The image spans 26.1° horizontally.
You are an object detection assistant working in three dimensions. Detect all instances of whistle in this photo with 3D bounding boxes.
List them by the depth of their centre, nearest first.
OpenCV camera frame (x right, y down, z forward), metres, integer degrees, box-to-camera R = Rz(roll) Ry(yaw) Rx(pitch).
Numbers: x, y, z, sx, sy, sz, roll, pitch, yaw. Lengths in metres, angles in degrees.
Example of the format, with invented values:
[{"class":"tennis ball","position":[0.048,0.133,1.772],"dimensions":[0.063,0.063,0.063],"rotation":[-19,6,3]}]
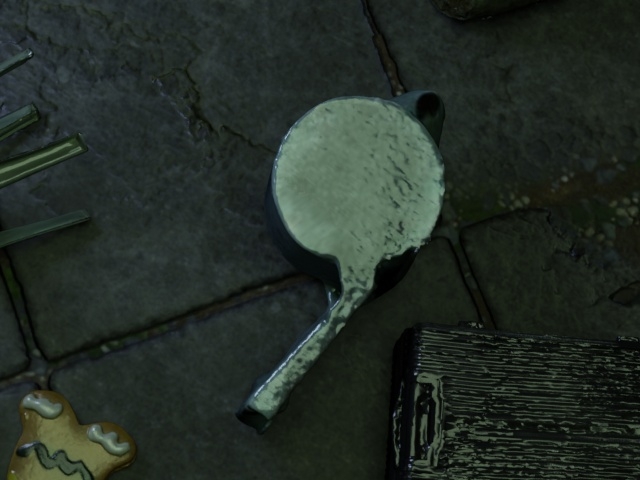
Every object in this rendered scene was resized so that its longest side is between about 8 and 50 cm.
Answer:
[{"class":"whistle","position":[0.025,0.020,1.518],"dimensions":[0.188,0.168,0.405],"rotation":[9,81,-4]}]

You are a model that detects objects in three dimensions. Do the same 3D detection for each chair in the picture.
[{"class":"chair","position":[-0.408,-0.081,1.473],"dimensions":[0.274,0.203,0.190],"rotation":[-24,71,-20]}]

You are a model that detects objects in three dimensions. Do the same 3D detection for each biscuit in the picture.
[{"class":"biscuit","position":[-0.300,0.288,1.486],"dimensions":[0.158,0.035,0.240],"rotation":[22,76,0]}]

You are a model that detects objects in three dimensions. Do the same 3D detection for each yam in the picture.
[{"class":"yam","position":[0.223,-0.323,1.652],"dimensions":[0.183,0.107,0.107],"rotation":[-20,81,-9]}]

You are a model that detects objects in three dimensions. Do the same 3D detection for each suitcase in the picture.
[{"class":"suitcase","position":[0.240,0.219,1.514],"dimensions":[0.335,0.152,0.230],"rotation":[5,76,-4]}]
